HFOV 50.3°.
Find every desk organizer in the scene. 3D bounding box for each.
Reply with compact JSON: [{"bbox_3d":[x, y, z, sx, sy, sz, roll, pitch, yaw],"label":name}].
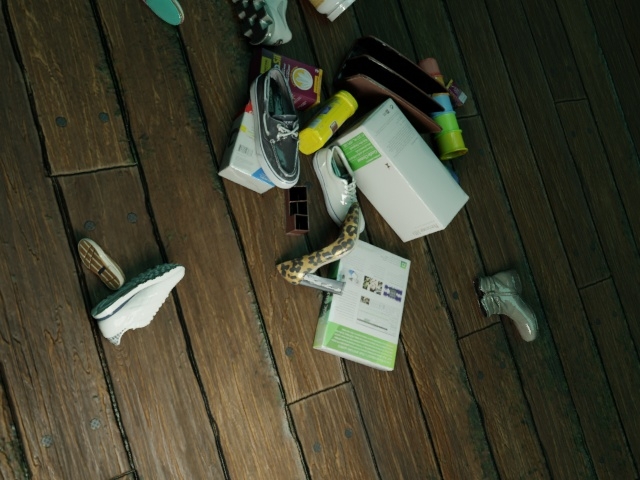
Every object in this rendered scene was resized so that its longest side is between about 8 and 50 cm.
[{"bbox_3d":[-0.063,-0.082,1.809,0.047,0.050,0.130,5,75,-31],"label":"desk organizer"}]

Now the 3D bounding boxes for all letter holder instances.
[{"bbox_3d":[0.226,-0.446,1.956,0.302,0.214,0.152,29,87,-22],"label":"letter holder"}]

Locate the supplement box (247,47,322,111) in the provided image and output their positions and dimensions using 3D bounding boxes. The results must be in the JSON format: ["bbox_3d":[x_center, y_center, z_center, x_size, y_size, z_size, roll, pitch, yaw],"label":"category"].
[{"bbox_3d":[-0.097,-0.435,1.860,0.188,0.081,0.104,13,72,-28],"label":"supplement box"}]

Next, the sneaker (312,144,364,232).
[{"bbox_3d":[0.059,-0.138,1.872,0.094,0.091,0.258,-27,93,-33],"label":"sneaker"}]

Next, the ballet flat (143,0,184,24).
[{"bbox_3d":[-0.431,-0.639,1.720,0.221,0.077,0.079,33,43,-20],"label":"ballet flat"}]

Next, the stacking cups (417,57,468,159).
[{"bbox_3d":[0.376,-0.415,2.148,0.096,0.096,0.316,-7,77,-32],"label":"stacking cups"}]

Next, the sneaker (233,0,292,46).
[{"bbox_3d":[-0.169,-0.681,1.872,0.146,0.122,0.330,-9,81,-51],"label":"sneaker"}]

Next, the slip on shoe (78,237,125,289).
[{"bbox_3d":[-0.486,0.050,1.526,0.135,0.051,0.041,48,19,-4],"label":"slip on shoe"}]

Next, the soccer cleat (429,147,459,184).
[{"bbox_3d":[0.298,-0.214,2.039,0.289,0.093,0.121,31,70,-21],"label":"soccer cleat"}]

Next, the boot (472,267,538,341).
[{"bbox_3d":[0.563,0.214,2.111,0.161,0.083,0.246,-16,81,-26],"label":"boot"}]

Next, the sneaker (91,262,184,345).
[{"bbox_3d":[-0.399,0.135,1.540,0.235,0.090,0.095,-36,111,-30],"label":"sneaker"}]

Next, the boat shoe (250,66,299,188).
[{"bbox_3d":[-0.100,-0.285,1.712,0.108,0.102,0.301,-4,80,-33],"label":"boat shoe"}]

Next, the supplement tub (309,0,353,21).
[{"bbox_3d":[0.012,-0.751,1.969,0.200,0.144,0.144,48,59,-13],"label":"supplement tub"}]

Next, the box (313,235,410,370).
[{"bbox_3d":[0.117,0.169,1.854,0.232,0.058,0.322,23,66,-25],"label":"box"}]

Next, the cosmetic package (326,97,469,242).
[{"bbox_3d":[0.218,-0.192,1.924,0.365,0.197,0.155,50,58,-10],"label":"cosmetic package"}]

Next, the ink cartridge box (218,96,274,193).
[{"bbox_3d":[-0.165,-0.256,1.774,0.134,0.078,0.231,24,66,-25],"label":"ink cartridge box"}]

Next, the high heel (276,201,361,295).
[{"bbox_3d":[0.000,0.000,1.779,0.186,0.093,0.261,16,75,1],"label":"high heel"}]

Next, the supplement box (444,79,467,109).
[{"bbox_3d":[0.425,-0.470,2.202,0.083,0.055,0.043,43,59,-16],"label":"supplement box"}]

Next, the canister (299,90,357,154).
[{"bbox_3d":[0.011,-0.322,1.872,0.073,0.126,0.170,46,61,-13],"label":"canister"}]
